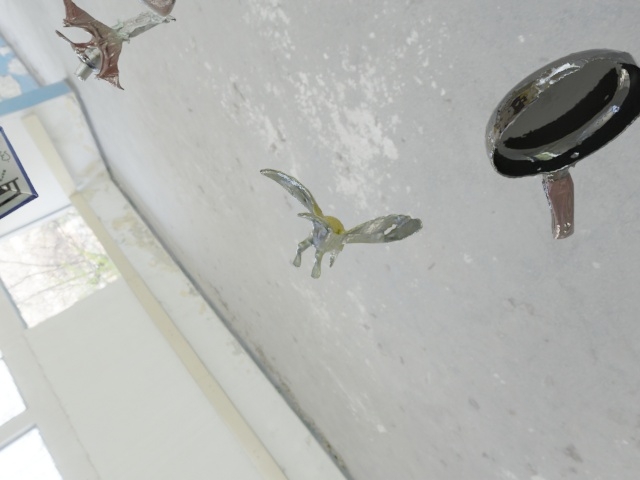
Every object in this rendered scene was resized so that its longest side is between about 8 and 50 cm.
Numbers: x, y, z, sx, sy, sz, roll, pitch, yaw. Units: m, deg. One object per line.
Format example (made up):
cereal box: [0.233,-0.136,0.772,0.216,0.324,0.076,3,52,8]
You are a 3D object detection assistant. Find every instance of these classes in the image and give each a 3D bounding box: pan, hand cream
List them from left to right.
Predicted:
hand cream: [-0.435,-0.437,0.960,0.084,0.257,0.050,31,158,25]
pan: [0.200,-0.067,0.367,0.212,0.115,0.040,50,-157,-50]

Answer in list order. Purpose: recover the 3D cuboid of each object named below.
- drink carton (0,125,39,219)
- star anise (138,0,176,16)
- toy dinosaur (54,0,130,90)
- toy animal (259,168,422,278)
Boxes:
drink carton: [-0.514,-0.100,0.530,0.315,0.130,0.106,18,134,20]
star anise: [-0.268,-0.298,0.333,0.346,0.237,0.148,37,149,-20]
toy dinosaur: [-0.402,-0.360,0.797,0.032,0.108,0.220,50,164,28]
toy animal: [0.000,0.000,0.553,0.219,0.095,0.155,28,137,18]
